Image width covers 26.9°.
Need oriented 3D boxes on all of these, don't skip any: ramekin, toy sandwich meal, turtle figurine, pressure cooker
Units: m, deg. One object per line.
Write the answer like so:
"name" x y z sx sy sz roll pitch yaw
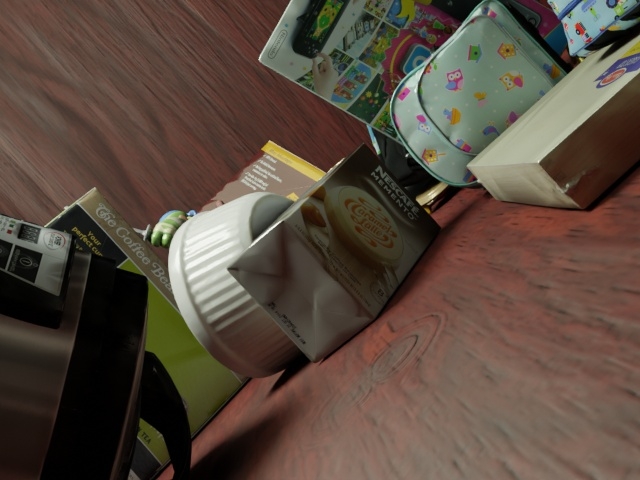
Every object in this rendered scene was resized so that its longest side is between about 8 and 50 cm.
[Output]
"ramekin" -0.063 0.043 1.529 0.109 0.207 0.207 -30 9 30
"toy sandwich meal" 0.162 -0.067 1.778 0.085 0.029 0.085 -41 10 9
"turtle figurine" -0.191 0.064 1.915 0.274 0.266 0.198 -13 -58 -45
"pressure cooker" -0.331 0.167 1.298 0.375 0.420 0.370 124 159 -61

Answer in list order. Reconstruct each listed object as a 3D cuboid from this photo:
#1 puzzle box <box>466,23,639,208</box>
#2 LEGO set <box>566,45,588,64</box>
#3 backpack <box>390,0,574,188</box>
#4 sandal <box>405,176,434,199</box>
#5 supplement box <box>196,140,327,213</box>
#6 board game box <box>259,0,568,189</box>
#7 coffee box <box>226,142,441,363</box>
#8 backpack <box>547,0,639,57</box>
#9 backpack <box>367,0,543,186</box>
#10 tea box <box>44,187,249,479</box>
"puzzle box" 0.266 -0.136 1.166 0.272 0.052 0.409 -41 3 2
"LEGO set" 0.356 -0.287 1.690 0.107 0.132 0.287 -25 -18 9
"backpack" 0.173 -0.149 1.461 0.188 0.166 0.144 -44 -7 20
"sandal" 0.217 -0.168 1.990 0.446 0.107 0.167 -58 10 -24
"supplement box" -0.066 -0.021 2.114 0.194 0.129 0.191 -45 45 -13
"board game box" 0.113 -0.230 1.577 0.224 0.303 0.097 -60 1 4
"coffee box" 0.021 0.007 1.460 0.098 0.141 0.246 -40 4 31
"backpack" 0.272 -0.257 1.226 0.173 0.117 0.158 -46 4 -24
"backpack" 0.152 -0.293 1.773 0.290 0.355 0.273 -30 3 37
"tea box" -0.323 0.173 1.748 0.323 0.329 0.220 -43 3 -37
